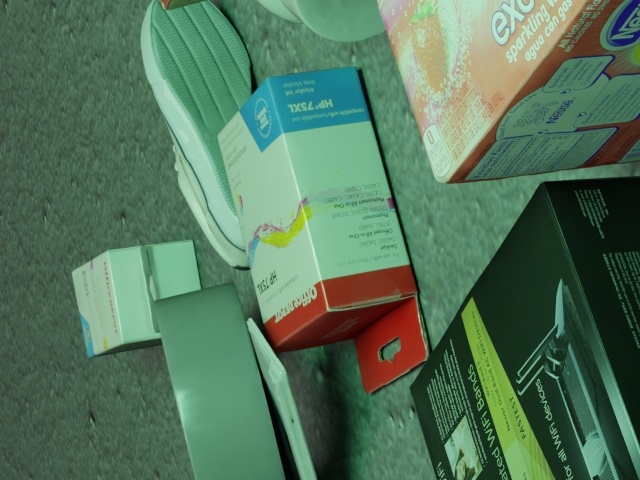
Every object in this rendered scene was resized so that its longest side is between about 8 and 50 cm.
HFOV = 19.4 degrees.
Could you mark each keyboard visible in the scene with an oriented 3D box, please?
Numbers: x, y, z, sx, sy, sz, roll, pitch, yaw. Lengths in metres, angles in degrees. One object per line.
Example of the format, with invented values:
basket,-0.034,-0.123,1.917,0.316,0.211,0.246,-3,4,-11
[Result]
keyboard,-0.018,0.172,1.511,0.072,0.014,0.256,-118,10,-48

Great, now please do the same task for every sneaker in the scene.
sneaker,-0.101,-0.092,1.608,0.091,0.094,0.258,-51,52,54

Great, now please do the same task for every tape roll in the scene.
tape roll,-0.081,0.148,1.586,0.219,0.072,0.219,165,90,-85

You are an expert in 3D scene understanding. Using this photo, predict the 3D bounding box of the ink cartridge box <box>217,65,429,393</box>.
ink cartridge box,0.000,0.000,1.430,0.134,0.078,0.231,139,119,-63

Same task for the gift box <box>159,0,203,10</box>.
gift box,0.007,-0.318,1.081,0.255,0.258,0.276,-31,77,65

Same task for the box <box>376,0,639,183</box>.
box,0.155,-0.162,0.935,0.300,0.154,0.142,123,133,-58

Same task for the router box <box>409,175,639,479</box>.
router box,0.162,0.156,1.084,0.243,0.081,0.309,118,143,-53

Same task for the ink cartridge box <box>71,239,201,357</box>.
ink cartridge box,-0.174,0.056,1.827,0.143,0.090,0.092,-21,78,65

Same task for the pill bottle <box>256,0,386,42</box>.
pill bottle,-0.018,-0.227,1.344,0.221,0.121,0.121,-133,41,-52
